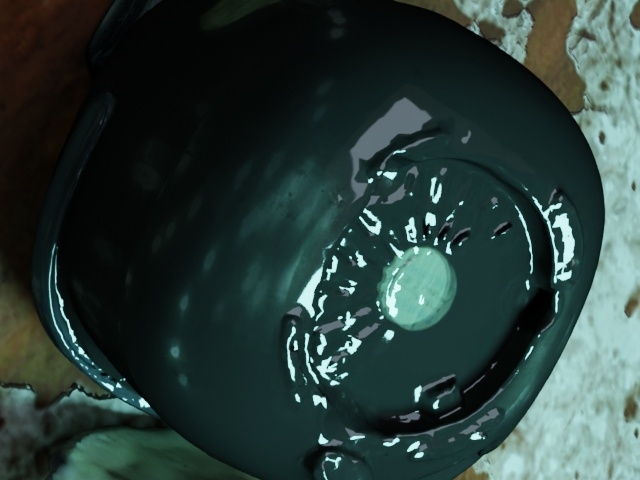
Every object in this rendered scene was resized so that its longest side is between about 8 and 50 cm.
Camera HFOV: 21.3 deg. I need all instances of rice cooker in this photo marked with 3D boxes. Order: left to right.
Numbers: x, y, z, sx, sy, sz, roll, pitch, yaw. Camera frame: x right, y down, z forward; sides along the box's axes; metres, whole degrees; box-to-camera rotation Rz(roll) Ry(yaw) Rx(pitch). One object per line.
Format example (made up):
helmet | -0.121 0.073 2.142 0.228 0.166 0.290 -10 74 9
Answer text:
rice cooker | 0.000 0.000 0.852 0.267 0.224 0.267 -12 115 -27

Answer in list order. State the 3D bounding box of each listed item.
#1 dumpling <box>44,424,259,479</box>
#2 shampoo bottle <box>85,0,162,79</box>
dumpling | -0.067 0.196 0.871 0.175 0.243 0.227 -37 93 1
shampoo bottle | -0.033 -0.058 0.981 0.234 0.049 0.087 41 66 -32
